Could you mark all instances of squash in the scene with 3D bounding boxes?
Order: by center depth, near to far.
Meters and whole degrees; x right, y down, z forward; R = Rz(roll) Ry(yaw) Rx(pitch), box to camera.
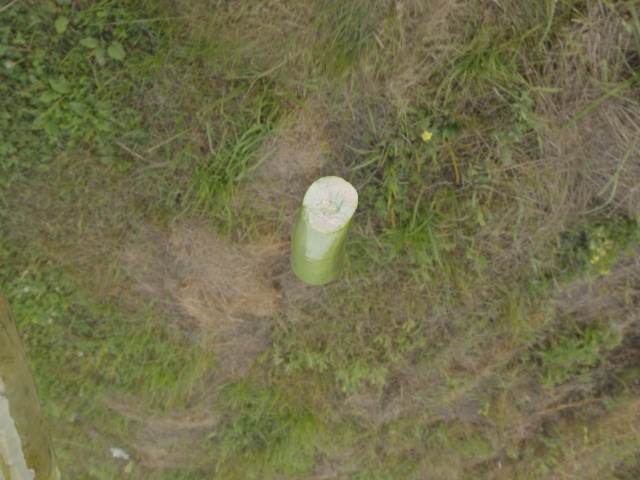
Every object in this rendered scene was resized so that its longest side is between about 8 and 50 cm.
[{"bbox_3d":[0.000,0.000,0.715,0.083,0.083,0.250,8,159,0],"label":"squash"}]

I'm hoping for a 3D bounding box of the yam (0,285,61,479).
[{"bbox_3d":[-0.264,0.035,0.366,0.083,0.083,0.371,-6,107,13],"label":"yam"}]
